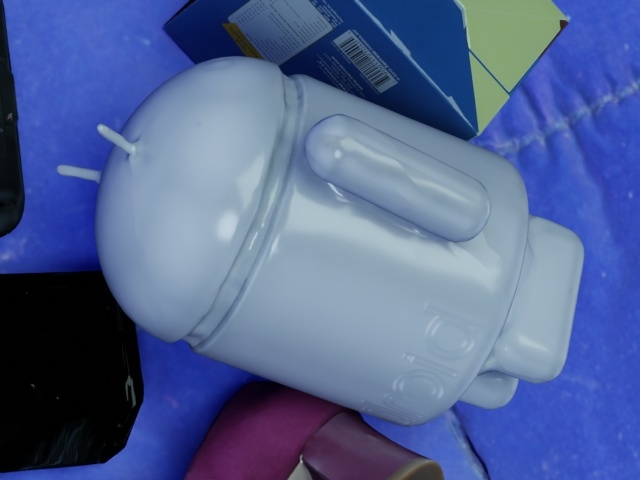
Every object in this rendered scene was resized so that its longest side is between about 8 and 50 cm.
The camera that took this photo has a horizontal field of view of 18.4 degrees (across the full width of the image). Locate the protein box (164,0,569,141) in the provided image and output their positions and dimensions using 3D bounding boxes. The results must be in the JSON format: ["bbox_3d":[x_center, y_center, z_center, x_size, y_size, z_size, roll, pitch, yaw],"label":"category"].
[{"bbox_3d":[0.031,-0.159,1.460,0.200,0.201,0.136,46,58,-11],"label":"protein box"}]

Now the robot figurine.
[{"bbox_3d":[0.000,0.000,1.331,0.353,0.300,0.199,21,61,-15],"label":"robot figurine"}]

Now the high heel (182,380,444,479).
[{"bbox_3d":[-0.103,0.214,1.301,0.377,0.181,0.127,-25,125,-38],"label":"high heel"}]

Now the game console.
[{"bbox_3d":[-0.239,-0.019,1.358,0.213,0.044,0.361,-1,77,-32],"label":"game console"}]
